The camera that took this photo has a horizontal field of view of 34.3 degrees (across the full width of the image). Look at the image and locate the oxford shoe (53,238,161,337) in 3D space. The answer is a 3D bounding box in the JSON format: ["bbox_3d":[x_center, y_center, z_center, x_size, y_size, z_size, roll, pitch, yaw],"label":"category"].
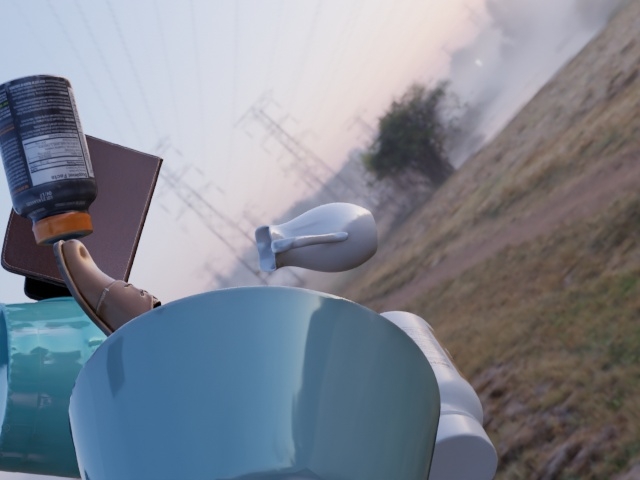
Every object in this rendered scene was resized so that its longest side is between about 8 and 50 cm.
[{"bbox_3d":[-0.223,0.073,1.166,0.076,0.212,0.076,-40,-13,2],"label":"oxford shoe"}]

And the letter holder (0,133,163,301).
[{"bbox_3d":[-0.418,-0.017,1.772,0.152,0.214,0.302,123,161,-53],"label":"letter holder"}]

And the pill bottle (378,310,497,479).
[{"bbox_3d":[0.109,0.189,1.168,0.131,0.131,0.229,-48,29,11],"label":"pill bottle"}]

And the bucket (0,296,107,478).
[{"bbox_3d":[-0.392,0.215,1.521,0.281,0.183,0.281,-24,63,60],"label":"bucket"}]

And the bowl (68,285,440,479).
[{"bbox_3d":[-0.048,0.201,0.808,0.311,0.311,0.163,-48,28,30],"label":"bowl"}]

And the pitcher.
[{"bbox_3d":[0.000,0.000,1.849,0.207,0.126,0.178,-8,2,-14],"label":"pitcher"}]

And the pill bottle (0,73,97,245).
[{"bbox_3d":[-0.417,-0.118,1.578,0.130,0.246,0.130,-14,-6,-2],"label":"pill bottle"}]
